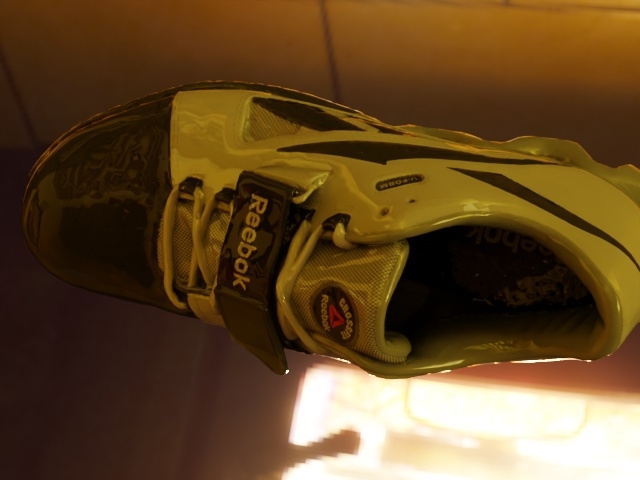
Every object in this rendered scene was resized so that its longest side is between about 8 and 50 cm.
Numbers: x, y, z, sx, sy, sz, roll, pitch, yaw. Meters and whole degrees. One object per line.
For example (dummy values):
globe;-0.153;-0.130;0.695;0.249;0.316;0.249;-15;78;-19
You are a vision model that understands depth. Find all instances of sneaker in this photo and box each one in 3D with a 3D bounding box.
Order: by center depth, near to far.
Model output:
sneaker;0.000;0.000;0.881;0.330;0.146;0.122;3;110;11
